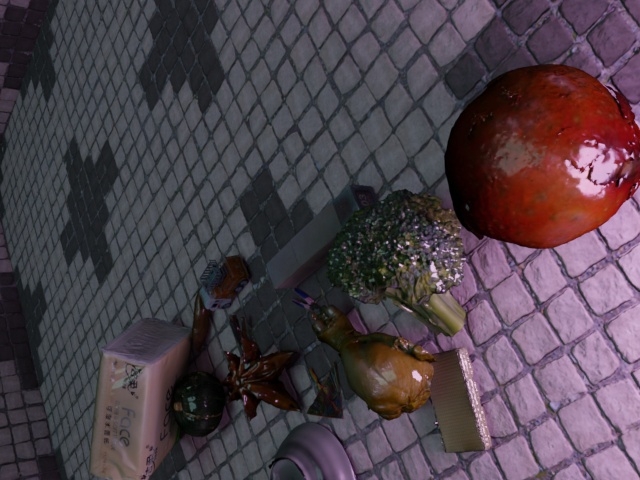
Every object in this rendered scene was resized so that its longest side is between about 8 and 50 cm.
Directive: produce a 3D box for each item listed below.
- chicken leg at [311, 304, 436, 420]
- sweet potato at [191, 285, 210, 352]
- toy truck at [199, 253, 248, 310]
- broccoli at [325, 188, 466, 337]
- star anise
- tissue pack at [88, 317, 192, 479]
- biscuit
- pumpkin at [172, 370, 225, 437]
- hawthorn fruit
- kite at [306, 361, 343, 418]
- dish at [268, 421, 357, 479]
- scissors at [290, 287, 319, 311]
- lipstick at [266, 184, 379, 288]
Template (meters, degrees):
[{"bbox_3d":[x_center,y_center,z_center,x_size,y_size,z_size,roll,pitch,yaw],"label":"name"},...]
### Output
[{"bbox_3d":[0.094,0.241,1.480,0.429,0.152,0.201,32,148,60],"label":"chicken leg"},{"bbox_3d":[-0.365,0.243,2.112,0.065,0.051,0.219,-80,-2,-80],"label":"sweet potato"},{"bbox_3d":[-0.291,0.128,1.978,0.178,0.115,0.080,-54,53,38],"label":"toy truck"},{"bbox_3d":[0.178,0.029,1.327,0.249,0.301,0.375,-70,15,-8],"label":"broccoli"},{"bbox_3d":[-0.169,0.326,1.828,0.237,0.148,0.346,-49,50,12],"label":"star anise"},{"bbox_3d":[-0.544,0.485,2.120,0.205,0.332,0.405,10,103,10],"label":"tissue pack"},{"bbox_3d":[0.268,0.319,1.376,0.121,0.040,0.200,-28,71,51],"label":"biscuit"},{"bbox_3d":[-0.362,0.483,2.048,0.190,0.146,0.190,-34,43,40],"label":"pumpkin"},{"bbox_3d":[0.343,-0.124,1.097,0.316,0.315,0.316,2,93,50],"label":"hawthorn fruit"},{"bbox_3d":[0.011,0.380,1.708,0.159,0.010,0.190,48,125,38],"label":"kite"},{"bbox_3d":[-0.042,0.613,1.704,0.316,0.106,0.317,3,94,49],"label":"dish"},{"bbox_3d":[-0.038,0.156,1.757,0.113,0.012,0.039,27,111,46],"label":"scissors"},{"bbox_3d":[0.000,0.000,1.659,0.371,0.076,0.080,-43,60,42],"label":"lipstick"}]
